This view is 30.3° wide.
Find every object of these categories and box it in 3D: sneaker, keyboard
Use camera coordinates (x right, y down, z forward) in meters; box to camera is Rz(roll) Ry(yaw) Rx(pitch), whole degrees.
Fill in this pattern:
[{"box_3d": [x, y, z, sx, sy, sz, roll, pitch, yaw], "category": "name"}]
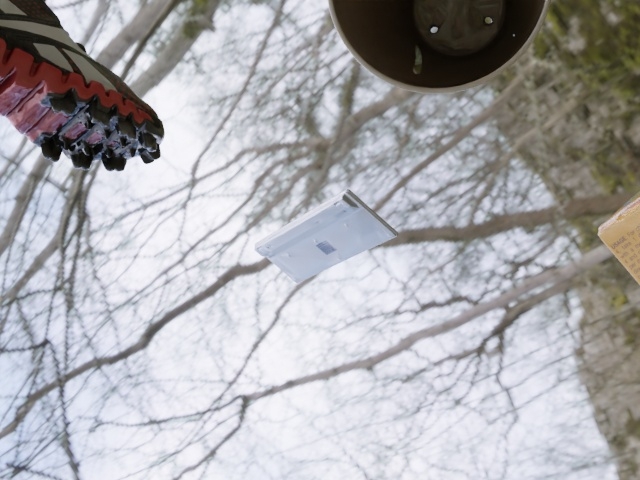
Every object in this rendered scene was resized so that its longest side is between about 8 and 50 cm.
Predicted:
[{"box_3d": [-0.244, -0.154, 0.992, 0.276, 0.097, 0.135, 24, -129, -36], "category": "sneaker"}, {"box_3d": [0.000, 0.000, 1.308, 0.072, 0.256, 0.014, 36, -115, -13], "category": "keyboard"}]

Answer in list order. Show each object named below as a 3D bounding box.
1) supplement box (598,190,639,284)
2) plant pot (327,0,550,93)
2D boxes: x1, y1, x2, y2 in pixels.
[{"box_3d": [0.312, 0.049, 0.850, 0.078, 0.080, 0.233, -36, -99, -34], "category": "supplement box"}, {"box_3d": [0.160, -0.301, 1.453, 0.257, 0.256, 0.274, 59, -168, 4], "category": "plant pot"}]
